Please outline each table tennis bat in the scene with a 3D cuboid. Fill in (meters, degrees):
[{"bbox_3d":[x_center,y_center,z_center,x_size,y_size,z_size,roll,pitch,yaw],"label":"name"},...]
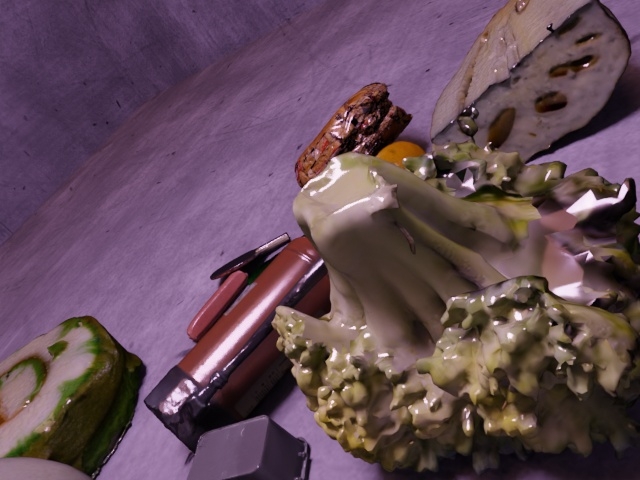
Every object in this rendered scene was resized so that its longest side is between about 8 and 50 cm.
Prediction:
[{"bbox_3d":[-0.126,0.028,1.021,0.158,0.014,0.095,-28,9,3],"label":"table tennis bat"}]

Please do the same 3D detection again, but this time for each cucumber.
[{"bbox_3d":[-0.056,0.031,0.915,0.184,0.033,0.036,-33,52,30],"label":"cucumber"}]

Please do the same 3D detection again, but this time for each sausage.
[{"bbox_3d":[-0.170,0.105,0.960,0.147,0.035,0.030,-54,9,-27],"label":"sausage"}]

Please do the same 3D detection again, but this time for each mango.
[{"bbox_3d":[0.103,-0.078,0.870,0.163,0.089,0.111,-50,29,-9],"label":"mango"}]

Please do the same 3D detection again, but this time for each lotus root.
[{"bbox_3d":[0.301,-0.247,0.851,0.267,0.149,0.260,-41,19,33],"label":"lotus root"}]

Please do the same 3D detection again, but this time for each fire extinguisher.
[{"bbox_3d":[-0.042,0.100,0.725,0.376,0.113,0.200,-48,19,-20],"label":"fire extinguisher"}]

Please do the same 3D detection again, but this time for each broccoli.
[{"bbox_3d":[0.096,0.030,0.506,0.348,0.281,0.293,-16,47,31],"label":"broccoli"}]

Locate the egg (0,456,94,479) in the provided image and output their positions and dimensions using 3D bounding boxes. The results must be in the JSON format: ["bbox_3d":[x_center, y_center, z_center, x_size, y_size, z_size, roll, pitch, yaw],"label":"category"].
[{"bbox_3d":[-0.353,0.353,0.559,0.352,0.258,0.258,-30,29,17],"label":"egg"}]

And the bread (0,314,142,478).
[{"bbox_3d":[-0.469,0.294,0.909,0.366,0.129,0.382,7,51,52],"label":"bread"}]

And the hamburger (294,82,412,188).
[{"bbox_3d":[0.048,-0.160,0.960,0.231,0.107,0.231,-44,5,5],"label":"hamburger"}]

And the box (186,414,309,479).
[{"bbox_3d":[-0.080,0.242,0.616,0.122,0.069,0.084,-24,31,23],"label":"box"}]
